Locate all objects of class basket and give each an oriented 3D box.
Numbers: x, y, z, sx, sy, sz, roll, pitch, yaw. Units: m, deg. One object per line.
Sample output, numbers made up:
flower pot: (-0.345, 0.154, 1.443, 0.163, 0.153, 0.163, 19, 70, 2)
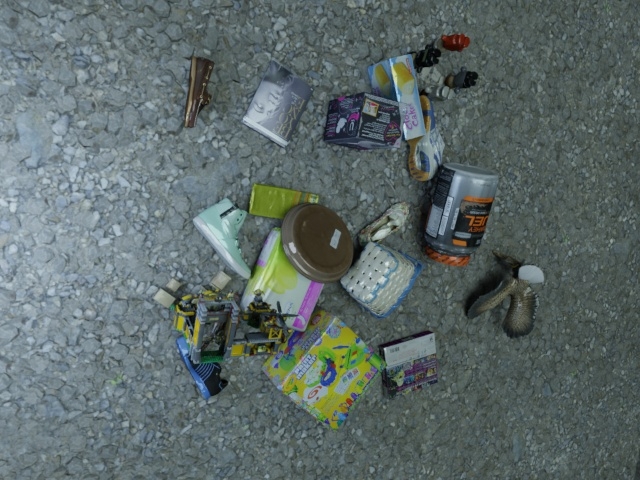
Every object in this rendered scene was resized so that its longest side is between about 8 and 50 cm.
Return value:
basket: (0.223, 0.138, 1.733, 0.255, 0.201, 0.289, -53, 137, 1)

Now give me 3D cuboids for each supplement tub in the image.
supplement tub: (0.493, -0.094, 1.795, 0.207, 0.207, 0.338, 0, 112, -25)

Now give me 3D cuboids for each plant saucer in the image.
plant saucer: (0.000, 0.000, 1.602, 0.277, 0.041, 0.278, 16, 60, -30)

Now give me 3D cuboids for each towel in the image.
towel: (-0.116, -0.118, 1.622, 0.237, 0.021, 0.102, 8, 93, -31)

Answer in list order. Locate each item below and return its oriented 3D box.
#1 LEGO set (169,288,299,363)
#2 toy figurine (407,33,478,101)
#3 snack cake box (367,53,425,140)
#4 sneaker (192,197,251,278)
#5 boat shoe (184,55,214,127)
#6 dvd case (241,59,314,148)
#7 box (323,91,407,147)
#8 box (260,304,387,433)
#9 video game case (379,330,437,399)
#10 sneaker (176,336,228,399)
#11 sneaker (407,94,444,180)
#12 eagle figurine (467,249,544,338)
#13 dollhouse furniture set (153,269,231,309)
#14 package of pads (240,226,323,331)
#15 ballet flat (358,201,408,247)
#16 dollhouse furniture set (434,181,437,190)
LEGO set: (-0.239, 0.192, 1.382, 0.331, 0.255, 0.192, 6, 113, -21)
toy figurine: (0.424, -0.599, 1.759, 0.213, 0.148, 0.210, -35, 116, -19)
snack cake box: (0.255, -0.472, 1.687, 0.089, 0.152, 0.265, -20, 104, -21)
sneaker: (-0.257, -0.009, 1.547, 0.151, 0.094, 0.256, -41, 113, -18)
boat shoe: (-0.351, -0.428, 1.457, 0.073, 0.073, 0.207, 8, 94, -23)
dvd case: (-0.133, -0.429, 1.588, 0.164, 0.018, 0.221, 28, 85, -25)
box: (0.137, -0.369, 1.593, 0.163, 0.247, 0.142, 8, 95, -25)
box: (0.013, 0.423, 1.682, 0.290, 0.177, 0.279, -48, 113, -11)
video game case: (0.339, 0.473, 1.912, 0.232, 0.042, 0.210, -12, 102, -23)
sneaker: (-0.367, 0.383, 1.560, 0.090, 0.081, 0.232, -29, 115, -21)
sneaker: (0.380, -0.367, 1.799, 0.130, 0.111, 0.297, -13, 106, -38)
eagle figurine: (0.753, 0.221, 1.993, 0.225, 0.226, 0.298, 38, 75, -44)
dollhouse furniture set: (-0.378, 0.146, 1.506, 0.161, 0.101, 0.182, 41, 80, -24)
package of pads: (-0.108, 0.126, 1.628, 0.229, 0.101, 0.297, 24, 86, -26)
ballet flat: (0.239, -0.051, 1.778, 0.241, 0.077, 0.091, -40, 110, -16)
dollhouse furniture set: (0.496, -0.183, 1.908, 0.151, 0.058, 0.076, 2, 104, -6)
